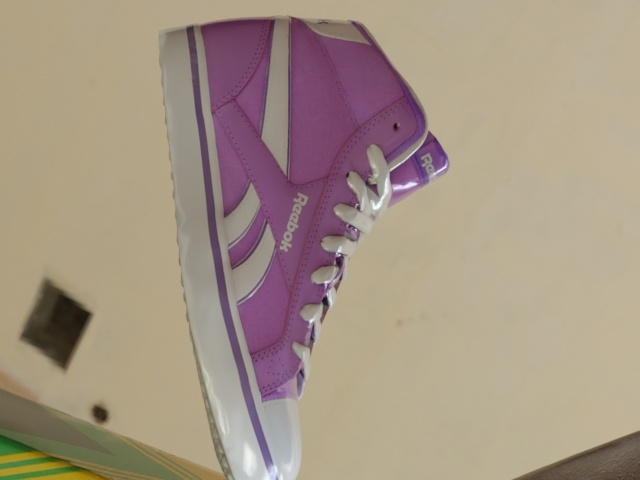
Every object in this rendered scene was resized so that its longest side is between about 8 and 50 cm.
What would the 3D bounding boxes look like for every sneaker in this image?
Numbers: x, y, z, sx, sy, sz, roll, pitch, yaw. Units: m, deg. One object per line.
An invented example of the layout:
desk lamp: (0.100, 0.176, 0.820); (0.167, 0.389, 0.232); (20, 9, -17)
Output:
sneaker: (0.000, -0.001, 0.758); (0.161, 0.102, 0.282); (-5, -105, -5)

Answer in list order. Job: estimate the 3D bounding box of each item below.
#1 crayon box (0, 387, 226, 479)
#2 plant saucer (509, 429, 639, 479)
crayon box: (-0.215, 0.282, 0.822); (0.313, 0.363, 0.106); (18, -175, 16)
plant saucer: (0.189, 0.107, 0.647); (0.310, 0.310, 0.050); (-2, -113, -49)
